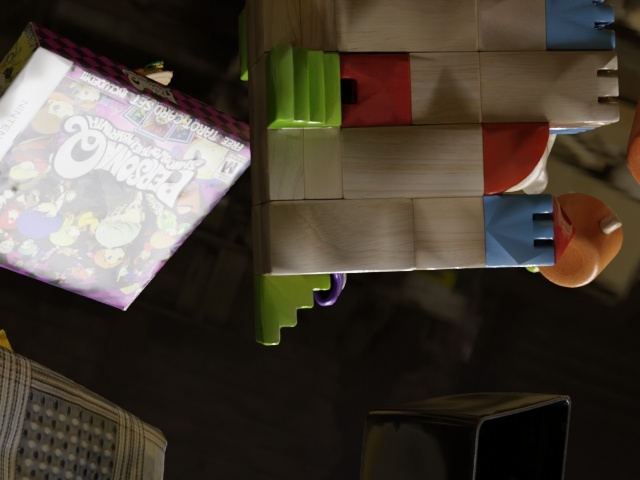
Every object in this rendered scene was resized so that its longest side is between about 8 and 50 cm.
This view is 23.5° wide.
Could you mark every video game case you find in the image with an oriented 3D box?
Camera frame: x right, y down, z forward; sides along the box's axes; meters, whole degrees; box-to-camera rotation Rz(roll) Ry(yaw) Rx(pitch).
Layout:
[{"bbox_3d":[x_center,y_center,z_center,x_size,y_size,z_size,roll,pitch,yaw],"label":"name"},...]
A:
[{"bbox_3d":[-0.200,-0.054,1.286,0.232,0.210,0.042,24,-151,-38],"label":"video game case"}]

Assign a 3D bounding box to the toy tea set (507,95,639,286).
[{"bbox_3d":[0.222,-0.058,1.313,0.336,0.200,0.124,7,-147,25],"label":"toy tea set"}]

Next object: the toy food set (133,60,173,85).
[{"bbox_3d":[-0.207,-0.181,1.758,0.082,0.020,0.083,-19,176,-7],"label":"toy food set"}]

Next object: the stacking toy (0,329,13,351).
[{"bbox_3d":[-0.493,0.096,1.913,0.167,0.221,0.052,-22,163,-17],"label":"stacking toy"}]

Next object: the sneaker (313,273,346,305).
[{"bbox_3d":[0.000,0.000,1.867,0.068,0.170,0.071,-13,-160,5],"label":"sneaker"}]

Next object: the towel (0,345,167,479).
[{"bbox_3d":[-0.250,0.278,1.408,0.056,0.324,0.312,-10,150,29],"label":"towel"}]

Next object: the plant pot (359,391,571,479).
[{"bbox_3d":[0.143,0.254,1.654,0.167,0.187,0.188,9,-171,37],"label":"plant pot"}]

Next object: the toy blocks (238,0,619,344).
[{"bbox_3d":[0.084,-0.123,1.057,0.261,0.381,0.191,-1,179,-10],"label":"toy blocks"}]
